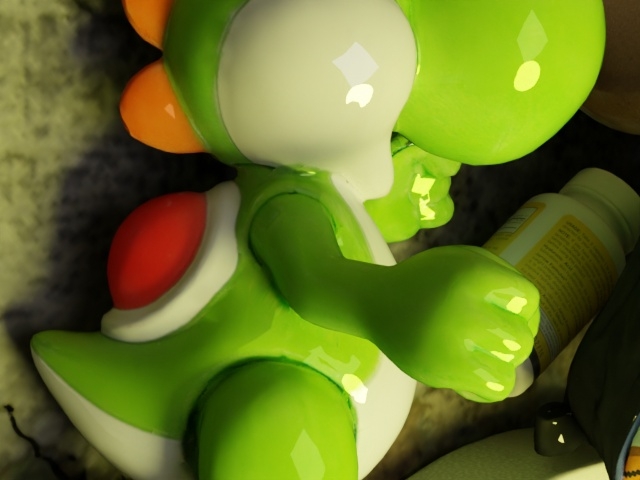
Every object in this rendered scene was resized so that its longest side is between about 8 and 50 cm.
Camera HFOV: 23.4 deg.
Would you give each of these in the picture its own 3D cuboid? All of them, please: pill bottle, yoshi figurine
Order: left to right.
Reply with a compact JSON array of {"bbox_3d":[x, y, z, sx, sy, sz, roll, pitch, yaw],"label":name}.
[{"bbox_3d":[0.028,0.004,0.637,0.203,0.203,0.362,3,95,-54],"label":"yoshi figurine"},{"bbox_3d":[0.111,0.017,0.769,0.116,0.065,0.065,-44,122,-22],"label":"pill bottle"}]

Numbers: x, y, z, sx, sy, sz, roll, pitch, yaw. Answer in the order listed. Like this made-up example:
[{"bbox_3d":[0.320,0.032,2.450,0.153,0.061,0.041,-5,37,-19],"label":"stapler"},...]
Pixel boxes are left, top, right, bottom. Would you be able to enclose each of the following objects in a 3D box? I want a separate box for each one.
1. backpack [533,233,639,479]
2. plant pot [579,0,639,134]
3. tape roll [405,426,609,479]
[{"bbox_3d":[0.277,0.052,0.684,0.263,0.213,0.277,20,111,-16],"label":"backpack"},{"bbox_3d":[0.171,-0.173,0.798,0.236,0.032,0.236,-8,104,-36],"label":"plant pot"},{"bbox_3d":[0.112,0.294,0.825,0.392,0.072,0.392,-9,106,-36],"label":"tape roll"}]
